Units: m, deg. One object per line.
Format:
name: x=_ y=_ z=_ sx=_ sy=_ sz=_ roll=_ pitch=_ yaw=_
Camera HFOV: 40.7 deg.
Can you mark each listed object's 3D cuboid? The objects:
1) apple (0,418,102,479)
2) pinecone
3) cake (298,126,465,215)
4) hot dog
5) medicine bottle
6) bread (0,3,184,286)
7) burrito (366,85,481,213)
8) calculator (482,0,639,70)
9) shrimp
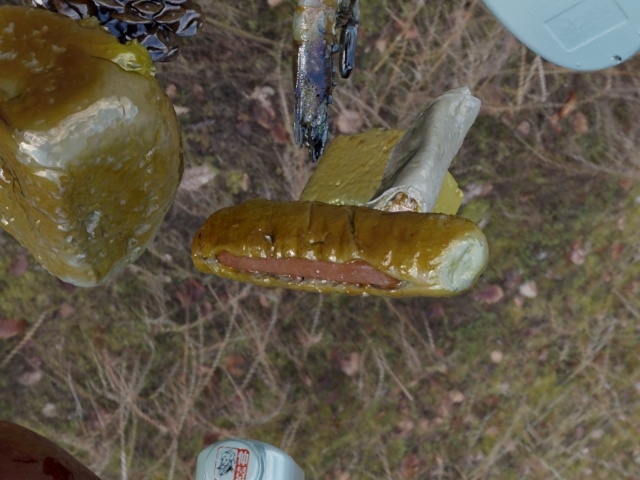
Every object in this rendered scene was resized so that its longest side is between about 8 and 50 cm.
apple: x=-0.392 y=0.366 z=1.010 sx=0.317 sy=0.288 sz=0.288 roll=33 pitch=105 yaw=-27
pinecone: x=-0.221 y=-0.271 z=0.934 sx=0.208 sy=0.207 sz=0.207 roll=-21 pitch=137 yaw=-20
cake: x=0.135 y=-0.049 z=1.699 sx=0.286 sy=0.222 sz=0.227 roll=47 pitch=59 yaw=-34
hot dog: x=0.002 y=0.002 z=0.691 sx=0.088 sy=0.286 sz=0.061 roll=-46 pitch=126 yaw=-42
medicine bottle: x=-0.090 y=0.296 z=1.075 sx=0.121 sy=0.083 sz=0.229 roll=1 pitch=159 yaw=6
bread: x=-0.229 y=-0.091 z=0.806 sx=0.176 sy=0.195 sz=0.246 roll=-39 pitch=157 yaw=-28
burrito: x=0.110 y=-0.087 z=0.933 sx=0.060 sy=0.087 sz=0.226 roll=43 pitch=55 yaw=-17
calculator: x=0.264 y=-0.311 z=0.990 sx=0.295 sy=0.042 sz=0.184 roll=43 pitch=140 yaw=-20
shrimp: x=0.020 y=-0.320 z=1.495 sx=0.233 sy=0.071 sz=0.364 roll=-34 pitch=131 yaw=-58
